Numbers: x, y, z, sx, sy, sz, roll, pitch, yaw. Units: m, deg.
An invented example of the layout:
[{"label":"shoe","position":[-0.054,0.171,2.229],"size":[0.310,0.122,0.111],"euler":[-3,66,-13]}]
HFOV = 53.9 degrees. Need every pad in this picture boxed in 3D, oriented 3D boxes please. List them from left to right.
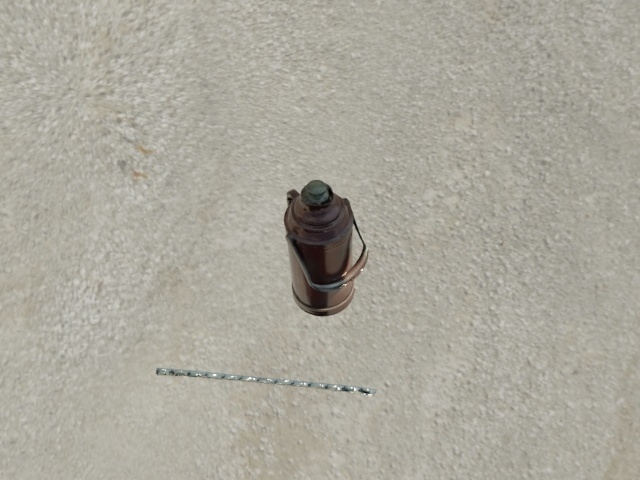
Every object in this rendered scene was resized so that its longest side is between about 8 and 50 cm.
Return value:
[{"label":"pad","position":[-0.081,0.192,0.857],"size":[0.269,0.269,0.012],"euler":[7,77,-9]}]

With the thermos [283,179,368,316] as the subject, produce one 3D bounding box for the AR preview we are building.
[{"label":"thermos","position":[-0.003,0.001,0.852],"size":[0.099,0.124,0.232],"euler":[-32,146,-19]}]
